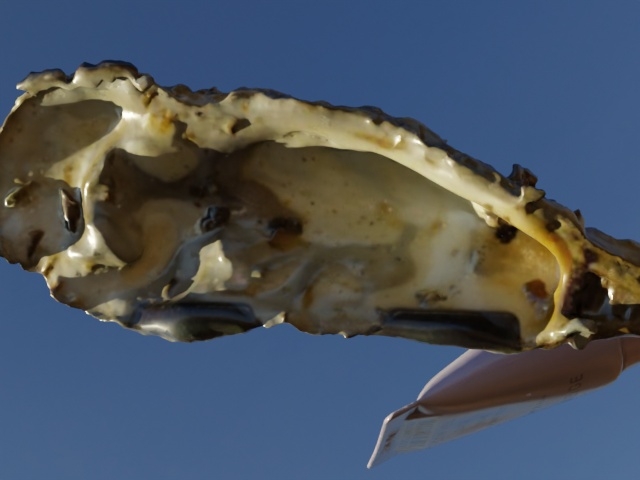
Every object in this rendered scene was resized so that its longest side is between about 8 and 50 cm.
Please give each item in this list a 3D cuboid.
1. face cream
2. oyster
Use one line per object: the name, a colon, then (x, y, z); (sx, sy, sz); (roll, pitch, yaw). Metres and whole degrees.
face cream: (0.163, 0.107, 0.925); (0.274, 0.096, 0.154); (-25, -19, -14)
oyster: (0.000, -0.003, 0.537); (0.078, 0.345, 0.128); (-3, -77, -82)
